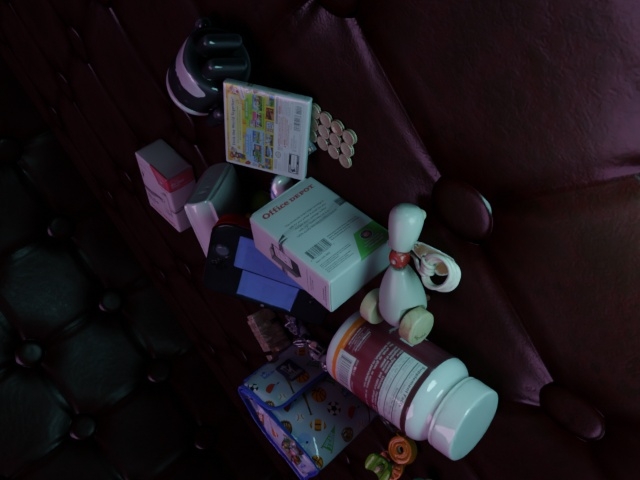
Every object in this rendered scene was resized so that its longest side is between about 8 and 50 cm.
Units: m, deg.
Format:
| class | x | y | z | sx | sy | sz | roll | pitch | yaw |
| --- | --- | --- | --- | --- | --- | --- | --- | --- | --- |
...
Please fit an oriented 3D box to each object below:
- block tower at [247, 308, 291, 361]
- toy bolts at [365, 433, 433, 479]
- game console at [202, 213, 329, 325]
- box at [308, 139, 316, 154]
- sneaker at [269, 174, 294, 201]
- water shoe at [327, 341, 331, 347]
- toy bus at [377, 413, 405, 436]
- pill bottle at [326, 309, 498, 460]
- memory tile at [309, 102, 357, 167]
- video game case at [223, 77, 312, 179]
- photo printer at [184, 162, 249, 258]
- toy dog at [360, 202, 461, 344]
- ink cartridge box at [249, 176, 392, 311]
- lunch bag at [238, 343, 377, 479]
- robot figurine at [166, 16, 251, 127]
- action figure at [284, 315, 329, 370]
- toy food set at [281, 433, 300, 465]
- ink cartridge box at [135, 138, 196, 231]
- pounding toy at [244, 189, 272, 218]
| class | x | y | z | sx | sy | sz | roll | pitch | yaw |
| --- | --- | --- | --- | --- | --- | --- | --- | --- | --- |
| block tower | -0.159 | 0.417 | 2.316 | 0.335 | 0.097 | 0.091 | 63 | 156 | 2 |
| toy bolts | 0.304 | 0.765 | 2.031 | 0.228 | 0.159 | 0.218 | 48 | 114 | 34 |
| game console | -0.135 | 0.095 | 1.724 | 0.387 | 0.060 | 0.342 | 19 | 136 | -3 |
| box | -0.074 | -0.263 | 1.490 | 0.137 | 0.027 | 0.094 | 58 | 153 | -8 |
| sneaker | -0.070 | -0.080 | 1.644 | 0.086 | 0.085 | 0.237 | 18 | 139 | 41 |
| water shoe | 0.087 | 0.308 | 1.843 | 0.073 | 0.080 | 0.203 | 51 | 153 | 5 |
| toy bus | 0.207 | 0.446 | 1.772 | 0.220 | 0.149 | 0.211 | 51 | 169 | 10 |
| pill bottle | 0.222 | 0.349 | 1.514 | 0.392 | 0.224 | 0.224 | 31 | 145 | 37 |
| memory tile | 0.023 | -0.239 | 1.380 | 0.148 | 0.012 | 0.113 | 42 | 151 | 24 |
| video game case | -0.127 | -0.258 | 1.432 | 0.207 | 0.026 | 0.226 | 15 | 136 | 8 |
| photo printer | -0.289 | -0.049 | 1.863 | 0.107 | 0.256 | 0.307 | -8 | 124 | 16 |
| toy dog | 0.208 | 0.071 | 1.344 | 0.220 | 0.161 | 0.333 | 46 | 138 | 22 |
| ink cartridge box | 0.000 | 0.000 | 1.481 | 0.289 | 0.211 | 0.121 | 38 | 151 | 30 |
| lunch bag | -0.047 | 0.553 | 2.073 | 0.385 | 0.328 | 0.239 | 48 | 147 | 13 |
| robot figurine | -0.273 | -0.411 | 1.487 | 0.174 | 0.209 | 0.278 | 31 | 160 | -21 |
| action figure | -0.034 | 0.327 | 1.983 | 0.285 | 0.099 | 0.185 | 51 | 174 | 44 |
| toy food set | -0.093 | 0.672 | 1.925 | 0.078 | 0.019 | 0.122 | 17 | 130 | 42 |
| ink cartridge box | -0.552 | -0.198 | 2.240 | 0.207 | 0.117 | 0.283 | 39 | 149 | 27 |
| pounding toy | -0.167 | -0.045 | 1.807 | 0.237 | 0.110 | 0.182 | 5 | 126 | 57 |
